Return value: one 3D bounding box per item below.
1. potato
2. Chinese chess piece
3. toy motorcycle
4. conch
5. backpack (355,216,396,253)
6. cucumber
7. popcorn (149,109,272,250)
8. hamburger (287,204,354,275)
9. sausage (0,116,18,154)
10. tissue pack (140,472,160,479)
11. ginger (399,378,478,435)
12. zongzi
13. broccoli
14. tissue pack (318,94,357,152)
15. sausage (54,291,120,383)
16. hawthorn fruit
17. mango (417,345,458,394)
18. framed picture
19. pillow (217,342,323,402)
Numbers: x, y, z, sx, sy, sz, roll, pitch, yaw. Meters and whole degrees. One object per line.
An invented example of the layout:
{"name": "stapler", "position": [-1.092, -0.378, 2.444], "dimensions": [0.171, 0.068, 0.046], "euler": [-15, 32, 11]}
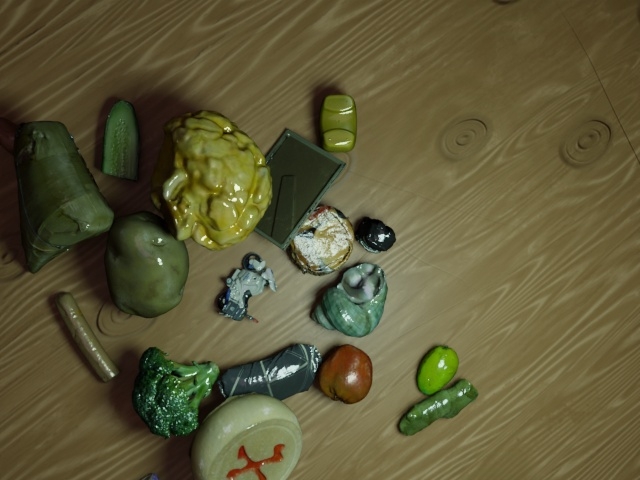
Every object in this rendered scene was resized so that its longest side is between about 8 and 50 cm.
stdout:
{"name": "potato", "position": [-0.502, 0.075, 1.586], "dimensions": [0.243, 0.221, 0.327], "euler": [8, 112, 20]}
{"name": "Chinese chess piece", "position": [-0.215, 0.614, 1.609], "dimensions": [0.337, 0.140, 0.338], "euler": [-15, 121, -28]}
{"name": "toy motorcycle", "position": [-0.223, 0.158, 1.717], "dimensions": [0.150, 0.102, 0.221], "euler": [31, 81, 14]}
{"name": "conch", "position": [0.096, 0.203, 1.733], "dimensions": [0.277, 0.195, 0.220], "euler": [-27, 72, 14]}
{"name": "backpack", "position": [0.175, -0.012, 1.748], "dimensions": [0.120, 0.165, 0.106], "euler": [34, 94, -3]}
{"name": "cucumber", "position": [-0.601, -0.305, 1.677], "dimensions": [0.115, 0.063, 0.244], "euler": [4, 89, -1]}
{"name": "popcorn", "position": [-0.311, -0.168, 1.580], "dimensions": [0.353, 0.344, 0.391], "euler": [10, 80, -4]}
{"name": "hamburger", "position": [0.000, 0.000, 1.749], "dimensions": [0.230, 0.107, 0.231], "euler": [0, 89, -13]}
{"name": "sausage", "position": [-0.814, -0.216, 1.632], "dimensions": [0.433, 0.088, 0.088], "euler": [43, 83, -7]}
{"name": "tissue pack", "position": [-0.512, 0.915, 1.620], "dimensions": [0.242, 0.160, 0.338], "euler": [-34, 94, -7]}
{"name": "ginger", "position": [0.390, 0.551, 1.794], "dimensions": [0.289, 0.137, 0.089], "euler": [-25, 63, -12]}
{"name": "zongzi", "position": [-0.796, -0.122, 1.551], "dimensions": [0.392, 0.174, 0.356], "euler": [-26, 87, 34]}
{"name": "broccoli", "position": [-0.432, 0.431, 1.627], "dimensions": [0.269, 0.254, 0.269], "euler": [-12, 108, -43]}
{"name": "tissue pack", "position": [0.056, -0.372, 1.756], "dimensions": [0.123, 0.127, 0.178], "euler": [0, 88, -2]}
{"name": "sausage", "position": [-0.709, 0.293, 1.650], "dimensions": [0.065, 0.066, 0.301], "euler": [-31, 92, -8]}
{"name": "hawthorn fruit", "position": [0.082, 0.421, 1.722], "dimensions": [0.189, 0.189, 0.189], "euler": [0, 89, -9]}
{"name": "mango", "position": [0.387, 0.432, 1.805], "dimensions": [0.119, 0.100, 0.178], "euler": [30, 95, -11]}
{"name": "framed picture", "position": [-0.109, -0.165, 1.719], "dimensions": [0.247, 0.022, 0.335], "euler": [33, 83, 22]}
{"name": "pillow", "position": [-0.150, 0.432, 1.713], "dimensions": [0.334, 0.092, 0.162], "euler": [-16, 105, -15]}
